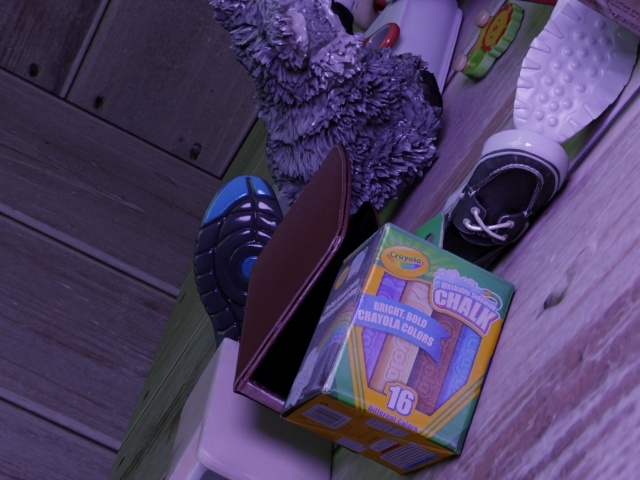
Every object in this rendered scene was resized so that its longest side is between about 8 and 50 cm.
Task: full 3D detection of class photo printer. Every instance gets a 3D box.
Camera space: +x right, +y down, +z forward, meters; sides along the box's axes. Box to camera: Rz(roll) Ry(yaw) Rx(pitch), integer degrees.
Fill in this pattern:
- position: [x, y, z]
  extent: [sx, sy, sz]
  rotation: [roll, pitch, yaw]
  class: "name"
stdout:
- position: [0.082, -0.188, 1.895]
  extent: [0.256, 0.107, 0.307]
  rotation: [-47, 18, 47]
  class: "photo printer"

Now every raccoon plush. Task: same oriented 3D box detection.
- position: [-0.025, -0.105, 1.603]
  extent: [0.216, 0.299, 0.446]
  rotation: [8, 86, 39]
  class: "raccoon plush"

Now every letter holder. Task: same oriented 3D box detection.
- position: [0.030, 0.045, 1.454]
  extent: [0.214, 0.152, 0.302]
  rotation: [-58, 11, 19]
  class: "letter holder"

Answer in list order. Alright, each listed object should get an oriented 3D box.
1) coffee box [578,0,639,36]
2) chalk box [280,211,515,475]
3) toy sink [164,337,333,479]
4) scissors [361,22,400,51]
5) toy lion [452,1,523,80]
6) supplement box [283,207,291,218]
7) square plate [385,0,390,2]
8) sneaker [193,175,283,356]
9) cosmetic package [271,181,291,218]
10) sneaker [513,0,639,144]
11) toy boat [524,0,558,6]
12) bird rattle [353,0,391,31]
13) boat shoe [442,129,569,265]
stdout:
- position: [0.283, -0.261, 0.974]
  extent: [0.246, 0.141, 0.098]
  rotation: [-49, 17, 57]
  class: "coffee box"
- position: [0.075, 0.078, 1.187]
  extent: [0.213, 0.132, 0.132]
  rotation: [-67, 9, -23]
  class: "chalk box"
- position: [-0.081, 0.245, 1.495]
  extent: [0.131, 0.153, 0.234]
  rotation: [-59, 12, 24]
  class: "toy sink"
- position: [0.039, -0.265, 1.896]
  extent: [0.109, 0.021, 0.297]
  rotation: [-58, 20, 0]
  class: "scissors"
- position: [0.209, -0.244, 1.634]
  extent: [0.100, 0.034, 0.096]
  rotation: [-63, 17, 3]
  class: "toy lion"
- position: [-0.055, 0.034, 2.119]
  extent: [0.233, 0.078, 0.080]
  rotation: [-53, 14, 47]
  class: "supplement box"
- position: [0.237, -0.498, 1.803]
  extent: [0.344, 0.049, 0.347]
  rotation: [-53, 12, -20]
  class: "square plate"
- position: [-0.103, 0.076, 1.845]
  extent: [0.139, 0.125, 0.340]
  rotation: [-60, -28, -79]
  class: "sneaker"
- position: [-0.047, -0.065, 2.322]
  extent: [0.231, 0.085, 0.117]
  rotation: [-46, 20, 54]
  class: "cosmetic package"
- position: [0.238, -0.178, 1.203]
  extent: [0.235, 0.090, 0.095]
  rotation: [-62, -3, -13]
  class: "sneaker"
- position: [0.247, -0.322, 1.410]
  extent: [0.151, 0.151, 0.231]
  rotation: [78, -152, -56]
  class: "toy boat"
- position: [0.103, -0.383, 2.031]
  extent: [0.253, 0.143, 0.207]
  rotation: [-51, -25, 12]
  class: "bird rattle"
- position: [0.159, -0.027, 1.210]
  extent: [0.219, 0.078, 0.070]
  rotation: [119, 174, -65]
  class: "boat shoe"
